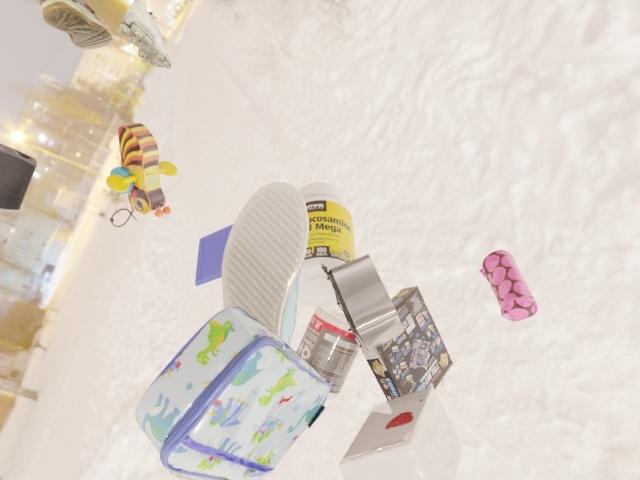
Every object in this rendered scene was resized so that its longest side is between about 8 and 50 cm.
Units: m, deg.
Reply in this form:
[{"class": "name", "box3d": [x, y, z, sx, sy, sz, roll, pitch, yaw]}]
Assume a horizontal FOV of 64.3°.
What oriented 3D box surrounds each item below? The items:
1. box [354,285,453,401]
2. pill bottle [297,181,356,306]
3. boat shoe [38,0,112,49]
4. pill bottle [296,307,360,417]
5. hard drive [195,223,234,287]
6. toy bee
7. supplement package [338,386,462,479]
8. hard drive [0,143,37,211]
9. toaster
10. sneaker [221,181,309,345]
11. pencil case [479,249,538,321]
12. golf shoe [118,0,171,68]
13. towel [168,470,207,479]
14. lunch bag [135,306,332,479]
[{"class": "box", "box3d": [0.264, 0.334, 1.548, 0.073, 0.293, 0.296, -17, 13, 44]}, {"class": "pill bottle", "box3d": [0.000, 0.000, 1.407, 0.188, 0.188, 0.333, -45, 34, 37]}, {"class": "boat shoe", "box3d": [-0.480, -0.442, 1.003, 0.080, 0.073, 0.223, -20, 4, 2]}, {"class": "pill bottle", "box3d": [0.004, 0.374, 1.554, 0.318, 0.177, 0.176, -66, 24, 0]}, {"class": "hard drive", "box3d": [-0.339, 0.038, 1.909, 0.319, 0.040, 0.210, -21, 55, 30]}, {"class": "toy bee", "box3d": [-0.440, -0.140, 1.302, 0.195, 0.162, 0.298, -47, -24, -32]}, {"class": "supplement package", "box3d": [0.196, 0.494, 1.173, 0.178, 0.175, 0.293, -26, -2, 23]}, {"class": "hard drive", "box3d": [-0.827, -0.162, 1.218, 0.054, 0.255, 0.171, 24, 92, 36]}, {"class": "toaster", "box3d": [0.097, 0.136, 1.138, 0.110, 0.185, 0.168, -25, 59, 2]}, {"class": "sneaker", "box3d": [-0.098, 0.081, 0.887, 0.150, 0.135, 0.365, -27, -49, -86]}, {"class": "pencil case", "box3d": [0.494, 0.121, 1.352, 0.098, 0.095, 0.209, -26, 30, 16]}, {"class": "golf shoe", "box3d": [-0.342, -0.417, 1.038, 0.176, 0.069, 0.085, 84, -163, -80]}, {"class": "towel", "box3d": [-0.258, 0.478, 1.353, 0.375, 0.090, 0.320, -28, 28, 53]}, {"class": "lunch bag", "box3d": [-0.091, 0.192, 0.590, 0.090, 0.219, 0.176, 34, 76, 36]}]
